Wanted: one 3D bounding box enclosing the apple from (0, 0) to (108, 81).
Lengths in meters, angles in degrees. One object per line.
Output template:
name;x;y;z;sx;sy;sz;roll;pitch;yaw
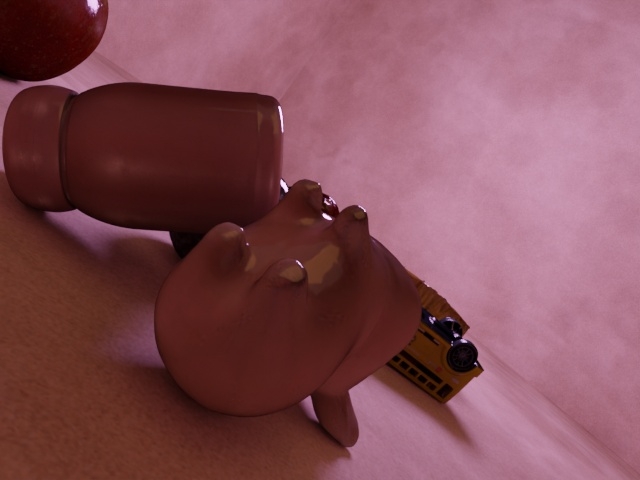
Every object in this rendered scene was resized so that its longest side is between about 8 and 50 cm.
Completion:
apple;-0.602;-0.476;1.014;0.348;0.277;0.348;38;9;-7

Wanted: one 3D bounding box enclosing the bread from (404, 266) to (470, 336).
bread;0.254;0.199;1.409;0.204;0.156;0.288;43;0;-31

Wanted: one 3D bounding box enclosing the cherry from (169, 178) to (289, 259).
cherry;-0.127;-0.029;0.802;0.195;0.195;0.195;37;6;-5

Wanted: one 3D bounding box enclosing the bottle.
bottle;-0.201;-0.091;0.629;0.296;0.173;0.206;2;-9;-12

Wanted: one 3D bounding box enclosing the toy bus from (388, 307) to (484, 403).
toy bus;0.167;0.178;1.076;0.331;0.151;0.145;38;12;-9

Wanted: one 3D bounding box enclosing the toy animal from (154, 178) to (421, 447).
toy animal;-0.023;0.074;0.554;0.237;0.269;0.326;39;39;23

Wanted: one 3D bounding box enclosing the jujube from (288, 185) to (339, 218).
jujube;-0.061;-0.052;1.245;0.230;0.155;0.155;2;-13;30
